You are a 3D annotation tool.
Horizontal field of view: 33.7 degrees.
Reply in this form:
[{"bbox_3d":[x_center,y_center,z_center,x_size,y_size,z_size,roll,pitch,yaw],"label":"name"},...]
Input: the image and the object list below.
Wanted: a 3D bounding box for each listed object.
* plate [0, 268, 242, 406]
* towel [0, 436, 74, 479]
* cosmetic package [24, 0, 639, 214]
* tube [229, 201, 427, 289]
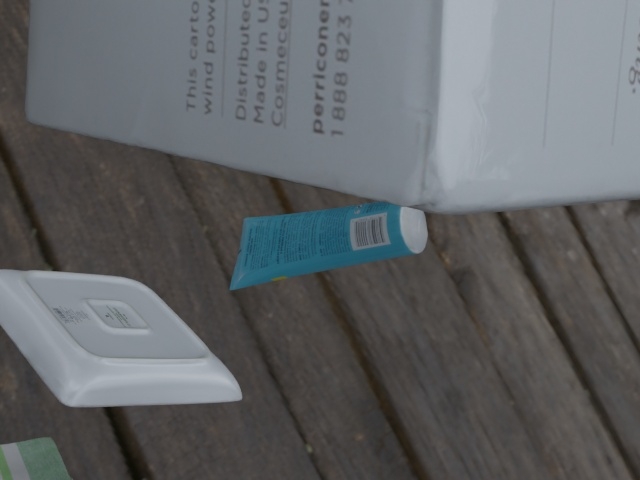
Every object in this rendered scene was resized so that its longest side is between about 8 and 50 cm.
[{"bbox_3d":[-0.265,0.111,1.339,0.278,0.045,0.277,7,25,-47],"label":"plate"},{"bbox_3d":[-0.496,0.314,1.379,0.325,0.248,0.038,-2,99,-24],"label":"towel"},{"bbox_3d":[0.089,-0.206,0.584,0.394,0.327,0.329,-6,104,-41],"label":"cosmetic package"},{"bbox_3d":[0.000,0.000,1.019,0.052,0.207,0.080,44,48,-44],"label":"tube"}]
